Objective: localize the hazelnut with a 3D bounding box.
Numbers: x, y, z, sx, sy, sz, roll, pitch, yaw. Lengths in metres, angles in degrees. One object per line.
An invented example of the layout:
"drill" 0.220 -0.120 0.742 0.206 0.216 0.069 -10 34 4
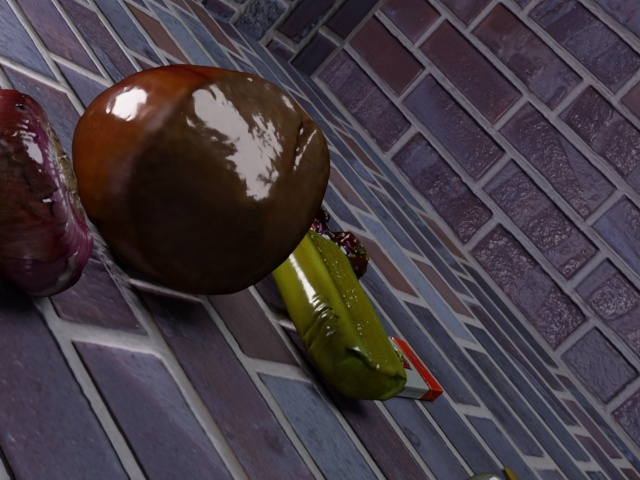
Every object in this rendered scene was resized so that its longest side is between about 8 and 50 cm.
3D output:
"hazelnut" -0.171 -0.089 1.376 0.372 0.315 0.372 20 -6 2

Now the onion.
"onion" -0.340 -0.041 1.073 0.230 0.163 0.230 62 -11 21

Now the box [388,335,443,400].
"box" 0.133 0.231 1.838 0.139 0.035 0.245 52 16 29

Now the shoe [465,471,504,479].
"shoe" 0.306 0.464 1.548 0.227 0.099 0.112 40 21 -2

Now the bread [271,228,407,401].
"bread" 0.014 0.121 1.656 0.166 0.112 0.383 30 21 -38

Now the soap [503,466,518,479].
"soap" 0.371 0.463 1.884 0.034 0.012 0.089 35 17 -34

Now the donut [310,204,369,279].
"donut" 0.000 0.001 1.998 0.230 0.096 0.216 48 14 14
